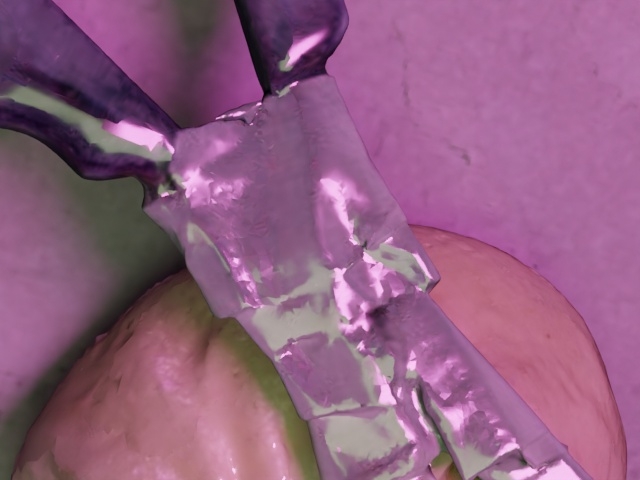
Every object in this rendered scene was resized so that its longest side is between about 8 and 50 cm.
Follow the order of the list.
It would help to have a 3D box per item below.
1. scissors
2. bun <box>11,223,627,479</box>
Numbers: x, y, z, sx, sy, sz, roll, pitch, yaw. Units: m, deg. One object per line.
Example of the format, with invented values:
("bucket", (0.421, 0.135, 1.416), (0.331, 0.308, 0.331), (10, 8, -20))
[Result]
("scissors", (0.000, 0.000, 0.584), (0.256, 0.029, 0.383), (-33, 90, -9))
("bun", (0.009, 0.108, 0.663), (0.231, 0.133, 0.231), (-4, 112, -9))
